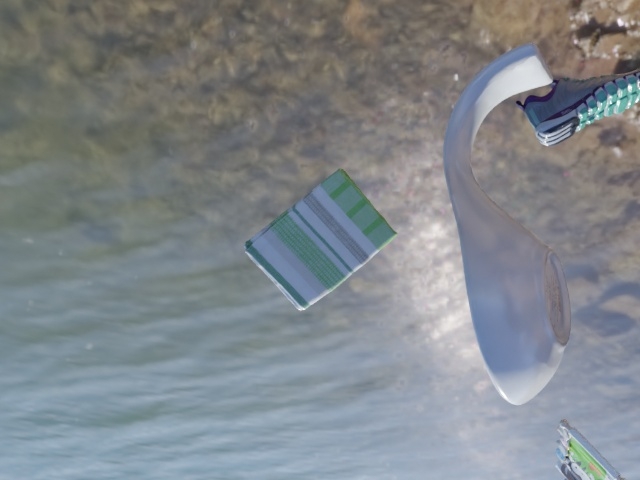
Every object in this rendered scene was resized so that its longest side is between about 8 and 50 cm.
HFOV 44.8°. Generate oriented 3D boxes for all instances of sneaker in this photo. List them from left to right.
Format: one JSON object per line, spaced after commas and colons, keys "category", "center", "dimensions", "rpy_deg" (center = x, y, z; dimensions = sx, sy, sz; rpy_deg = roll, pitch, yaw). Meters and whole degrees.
{"category": "sneaker", "center": [0.433, -0.245, 1.256], "dimensions": [0.223, 0.098, 0.083], "rpy_deg": [-26, 154, -5]}

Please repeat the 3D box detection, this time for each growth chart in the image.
{"category": "growth chart", "center": [0.485, 0.435, 1.403], "dimensions": [0.021, 0.172, 0.237], "rpy_deg": [-29, 133, -18]}

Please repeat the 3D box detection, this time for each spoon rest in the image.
{"category": "spoon rest", "center": [0.140, -0.013, 0.598], "dimensions": [0.084, 0.277, 0.137], "rpy_deg": [-8, 155, 30]}

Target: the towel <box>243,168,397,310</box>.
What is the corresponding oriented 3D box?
{"category": "towel", "center": [0.000, 0.000, 0.923], "dimensions": [0.152, 0.023, 0.113], "rpy_deg": [-39, 108, 9]}
